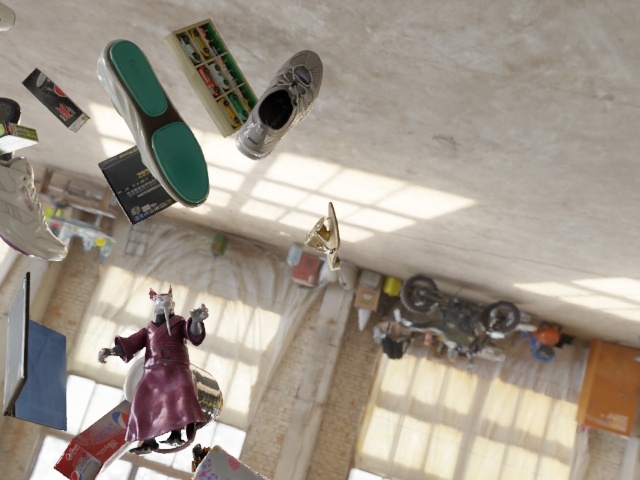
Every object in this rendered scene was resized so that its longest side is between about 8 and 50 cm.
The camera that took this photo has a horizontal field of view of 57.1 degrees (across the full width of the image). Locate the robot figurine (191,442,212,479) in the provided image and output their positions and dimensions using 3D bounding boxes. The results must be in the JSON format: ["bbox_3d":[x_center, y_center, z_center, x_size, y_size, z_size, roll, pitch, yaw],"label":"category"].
[{"bbox_3d":[-0.332,0.763,1.851,0.211,0.085,0.291,47,177,-26],"label":"robot figurine"}]

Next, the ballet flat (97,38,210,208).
[{"bbox_3d":[-0.380,-0.252,1.334,0.139,0.139,0.400,-5,114,63],"label":"ballet flat"}]

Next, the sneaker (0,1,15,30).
[{"bbox_3d":[-0.760,-0.467,1.231,0.330,0.122,0.146,18,-171,35],"label":"sneaker"}]

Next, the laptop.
[{"bbox_3d":[-0.916,0.382,1.971,0.236,0.382,0.408,10,137,-36],"label":"laptop"}]

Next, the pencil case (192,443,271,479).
[{"bbox_3d":[-0.155,0.569,1.311,0.273,0.113,0.124,31,169,4],"label":"pencil case"}]

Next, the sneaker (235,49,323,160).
[{"bbox_3d":[-0.060,-0.281,1.171,0.105,0.281,0.115,33,154,-13],"label":"sneaker"}]

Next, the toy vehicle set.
[{"bbox_3d":[-0.253,-0.398,1.440,0.035,0.166,0.267,-20,110,34],"label":"toy vehicle set"}]

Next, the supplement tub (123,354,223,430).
[{"bbox_3d":[-0.414,0.451,1.721,0.193,0.194,0.316,12,159,22],"label":"supplement tub"}]

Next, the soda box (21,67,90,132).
[{"bbox_3d":[-0.669,-0.354,1.489,0.169,0.060,0.053,43,177,1],"label":"soda box"}]

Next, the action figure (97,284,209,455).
[{"bbox_3d":[-0.332,0.278,1.329,0.248,0.370,0.276,-9,155,6],"label":"action figure"}]

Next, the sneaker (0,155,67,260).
[{"bbox_3d":[-0.617,-0.078,1.202,0.114,0.152,0.305,29,161,51],"label":"sneaker"}]

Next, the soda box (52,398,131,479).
[{"bbox_3d":[-0.500,0.468,1.373,0.092,0.083,0.263,36,-174,2],"label":"soda box"}]

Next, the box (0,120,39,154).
[{"bbox_3d":[-0.798,-0.229,1.400,0.207,0.036,0.114,-15,179,10],"label":"box"}]

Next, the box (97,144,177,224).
[{"bbox_3d":[-0.444,-0.174,1.575,0.059,0.232,0.183,38,153,51],"label":"box"}]

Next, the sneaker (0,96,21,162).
[{"bbox_3d":[-0.860,-0.229,1.569,0.111,0.297,0.129,14,157,-16],"label":"sneaker"}]

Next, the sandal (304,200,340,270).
[{"bbox_3d":[0.002,0.005,1.418,0.079,0.088,0.240,-13,146,-5],"label":"sandal"}]
